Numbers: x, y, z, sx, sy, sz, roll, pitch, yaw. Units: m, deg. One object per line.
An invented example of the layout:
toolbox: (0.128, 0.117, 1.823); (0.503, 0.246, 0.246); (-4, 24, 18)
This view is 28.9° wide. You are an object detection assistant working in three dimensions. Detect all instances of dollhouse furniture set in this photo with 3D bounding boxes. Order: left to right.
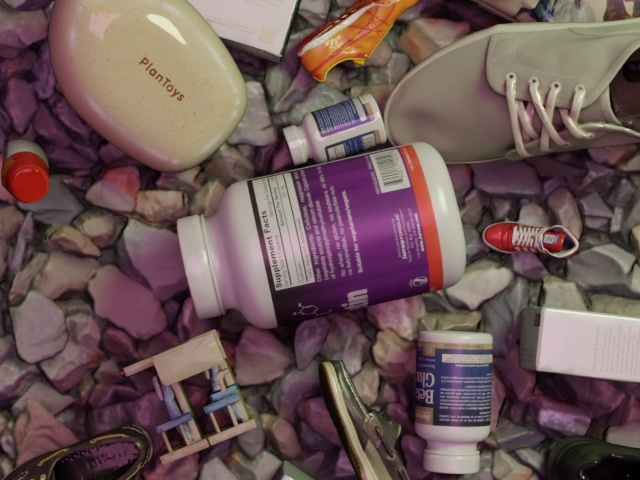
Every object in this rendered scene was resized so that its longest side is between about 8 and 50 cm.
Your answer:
dollhouse furniture set: (-0.159, 0.188, 1.468); (0.129, 0.184, 0.129); (-22, 89, -3)

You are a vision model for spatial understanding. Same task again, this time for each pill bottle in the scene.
pill bottle: (0.000, 0.000, 1.484); (0.323, 0.181, 0.181); (-13, 88, -2)
pill bottle: (0.016, -0.134, 1.546); (0.120, 0.067, 0.067); (-19, 88, -3)
pill bottle: (0.162, 0.197, 1.524); (0.094, 0.094, 0.169); (2, 87, -2)

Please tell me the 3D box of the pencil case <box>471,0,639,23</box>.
pencil case: (0.304, -0.306, 1.520); (0.410, 0.160, 0.183); (30, 109, -1)

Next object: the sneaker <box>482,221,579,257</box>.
sneaker: (0.264, -0.002, 1.549); (0.118, 0.067, 0.042); (7, 87, -2)

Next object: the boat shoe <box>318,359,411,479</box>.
boat shoe: (0.065, 0.243, 1.531); (0.073, 0.080, 0.223); (-23, 94, -8)

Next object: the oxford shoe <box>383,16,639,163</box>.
oxford shoe: (0.274, -0.166, 1.444); (0.449, 0.130, 0.169); (-6, 122, 26)

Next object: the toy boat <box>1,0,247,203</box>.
toy boat: (-0.264, -0.167, 1.500); (0.318, 0.148, 0.267); (-42, 112, -4)

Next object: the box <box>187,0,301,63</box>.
box: (-0.111, -0.410, 1.561); (0.232, 0.058, 0.322); (18, 88, -1)

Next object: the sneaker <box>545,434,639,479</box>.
sneaker: (0.425, 0.304, 1.512); (0.286, 0.130, 0.109); (5, 85, -3)

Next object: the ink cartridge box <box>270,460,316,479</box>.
ink cartridge box: (-0.039, 0.378, 1.493); (0.128, 0.127, 0.176); (33, 88, -1)

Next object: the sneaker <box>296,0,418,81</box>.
sneaker: (0.054, -0.263, 1.566); (0.175, 0.064, 0.067); (-33, 110, 2)

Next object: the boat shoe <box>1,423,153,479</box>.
boat shoe: (-0.314, 0.291, 1.515); (0.228, 0.068, 0.081); (-27, 89, -3)

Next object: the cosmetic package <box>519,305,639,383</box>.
cosmetic package: (0.368, 0.133, 1.524); (0.231, 0.117, 0.085); (5, 86, -1)
